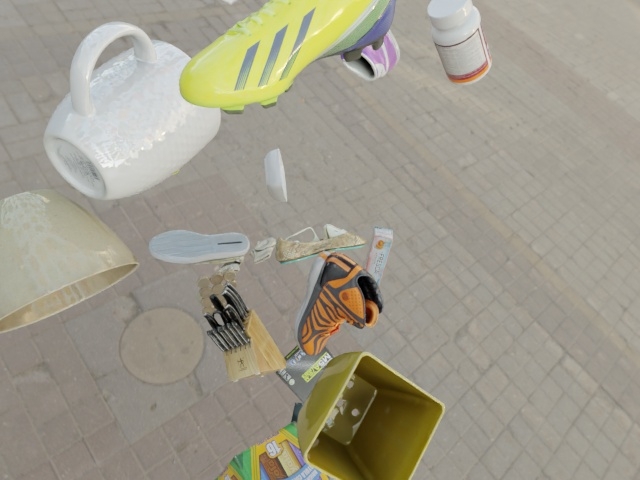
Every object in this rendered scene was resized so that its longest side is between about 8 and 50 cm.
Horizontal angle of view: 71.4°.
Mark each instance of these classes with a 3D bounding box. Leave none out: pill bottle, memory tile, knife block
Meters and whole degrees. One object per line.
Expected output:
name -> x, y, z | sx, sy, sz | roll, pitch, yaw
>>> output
pill bottle -> 0.353, -0.515, 1.133 | 0.221, 0.121, 0.121 | 42, 31, -48
memory tile -> -0.293, 0.152, 1.286 | 0.113, 0.148, 0.012 | -14, 37, -21
knife block -> -0.202, 0.244, 1.191 | 0.088, 0.275, 0.242 | -20, 72, 12

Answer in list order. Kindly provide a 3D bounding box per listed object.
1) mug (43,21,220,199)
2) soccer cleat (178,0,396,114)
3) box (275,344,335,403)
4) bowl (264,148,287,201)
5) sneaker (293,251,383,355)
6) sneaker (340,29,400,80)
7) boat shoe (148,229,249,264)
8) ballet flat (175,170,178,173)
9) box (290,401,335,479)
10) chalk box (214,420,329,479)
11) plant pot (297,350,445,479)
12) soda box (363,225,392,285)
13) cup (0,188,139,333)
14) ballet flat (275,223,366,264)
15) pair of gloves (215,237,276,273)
mug -> -0.428, -0.286, 0.982 | 0.276, 0.374, 0.328 | 26, 52, 10
soccer cleat -> -0.030, -0.232, 0.471 | 0.289, 0.121, 0.093 | -36, 57, -25
box -> -0.039, 0.450, 1.560 | 0.190, 0.045, 0.184 | -41, 105, -12
bowl -> -0.139, -0.198, 1.370 | 0.053, 0.142, 0.142 | -6, 74, 0
sneaker -> 0.044, 0.192, 1.096 | 0.180, 0.322, 0.124 | 28, 37, 26
sneaker -> 0.079, -0.521, 1.074 | 0.282, 0.102, 0.161 | 52, 53, -12
boat shoe -> -0.368, 0.036, 1.365 | 0.301, 0.094, 0.109 | 1, 55, -26
ballet flat -> -0.518, -0.216, 1.268 | 0.230, 0.077, 0.077 | -5, 97, -14
box -> -0.017, 0.582, 1.226 | 0.159, 0.044, 0.233 | 5, 69, 21
chalk box -> -0.080, 0.603, 0.996 | 0.179, 0.180, 0.289 | -12, 54, -42
plant pot -> 0.074, 0.347, 0.880 | 0.212, 0.187, 0.212 | 36, 76, -14
soda box -> 0.173, 0.051, 1.369 | 0.058, 0.183, 0.063 | 12, 34, 0
cup -> -0.622, 0.027, 1.003 | 0.331, 0.331, 0.237 | -29, 89, -36
ballet flat -> 0.000, 0.000, 0.976 | 0.206, 0.073, 0.067 | -12, 93, -14
pair of gloves -> -0.285, 0.058, 1.753 | 0.204, 0.239, 0.042 | -78, 143, -69
